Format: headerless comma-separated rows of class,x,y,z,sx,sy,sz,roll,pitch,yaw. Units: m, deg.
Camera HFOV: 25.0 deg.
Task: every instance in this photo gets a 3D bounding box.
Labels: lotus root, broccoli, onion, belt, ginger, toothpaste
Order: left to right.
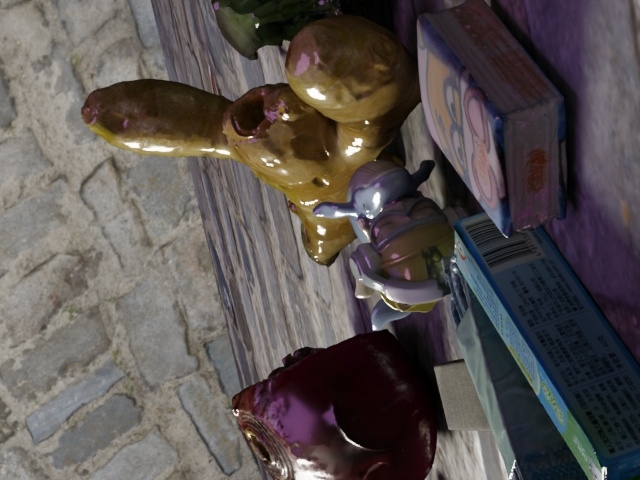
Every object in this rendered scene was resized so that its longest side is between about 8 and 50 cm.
broccoli,-0.020,-0.238,1.411,0.195,0.156,0.195,30,144,25
lotus root,0.000,0.000,1.958,0.054,0.049,0.099,-120,10,-45
ginger,0.002,-0.106,1.431,0.348,0.363,0.122,24,-123,-43
onion,0.042,0.220,1.690,0.207,0.216,0.206,62,153,2
belt,0.164,0.135,1.167,0.087,0.072,0.302,92,166,-57
toothpaste,0.179,0.075,1.085,0.266,0.065,0.050,-118,15,-44

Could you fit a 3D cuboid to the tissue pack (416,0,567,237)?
tissue pack,0.129,-0.094,1.079,0.155,0.065,0.115,-120,15,-47

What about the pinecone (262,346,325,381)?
pinecone,0.002,0.234,1.986,0.195,0.179,0.150,53,-173,-44

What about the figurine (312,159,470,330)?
figurine,0.080,0.007,1.358,0.208,0.128,0.184,72,171,-45

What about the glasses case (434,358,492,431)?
glasses case,0.158,0.143,1.361,0.205,0.047,0.071,138,118,-79
